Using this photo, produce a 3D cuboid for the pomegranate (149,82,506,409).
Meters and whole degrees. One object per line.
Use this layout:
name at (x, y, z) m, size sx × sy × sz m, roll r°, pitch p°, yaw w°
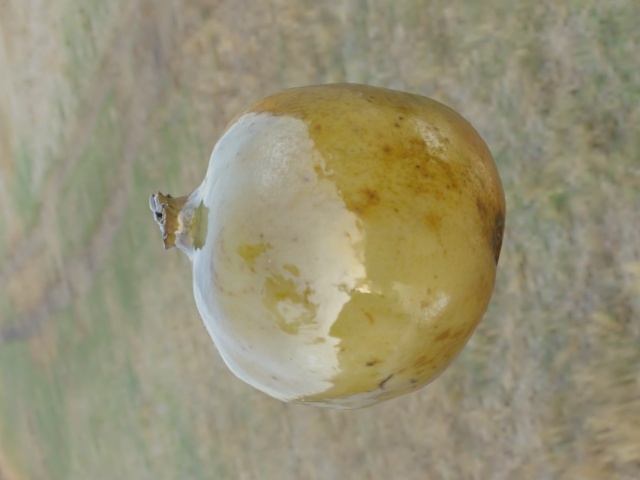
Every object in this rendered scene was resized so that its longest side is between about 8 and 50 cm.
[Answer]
pomegranate at (0.000, 0.000, 0.871) m, size 0.196 × 0.196 × 0.196 m, roll 167°, pitch 90°, yaw -75°
